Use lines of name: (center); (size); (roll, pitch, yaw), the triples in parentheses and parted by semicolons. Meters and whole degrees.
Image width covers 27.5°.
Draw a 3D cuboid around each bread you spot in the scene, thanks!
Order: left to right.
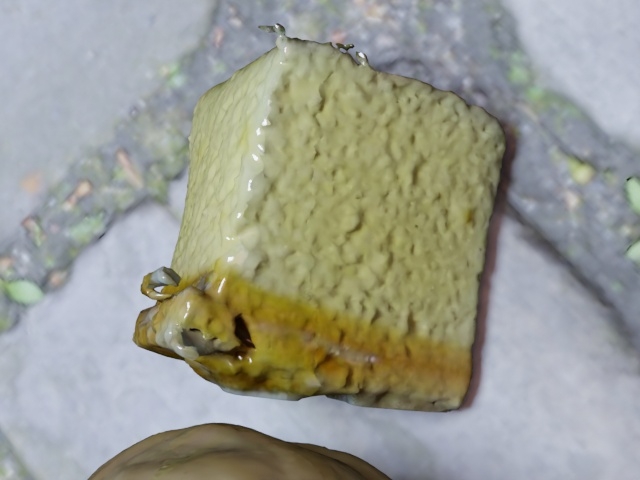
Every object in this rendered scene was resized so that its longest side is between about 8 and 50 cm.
bread: (0.000, 0.000, 0.568); (0.152, 0.127, 0.147); (16, 83, -16)

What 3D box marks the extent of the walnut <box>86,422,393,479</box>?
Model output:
walnut: (-0.033, 0.220, 0.439); (0.296, 0.285, 0.285); (-35, 70, -30)
